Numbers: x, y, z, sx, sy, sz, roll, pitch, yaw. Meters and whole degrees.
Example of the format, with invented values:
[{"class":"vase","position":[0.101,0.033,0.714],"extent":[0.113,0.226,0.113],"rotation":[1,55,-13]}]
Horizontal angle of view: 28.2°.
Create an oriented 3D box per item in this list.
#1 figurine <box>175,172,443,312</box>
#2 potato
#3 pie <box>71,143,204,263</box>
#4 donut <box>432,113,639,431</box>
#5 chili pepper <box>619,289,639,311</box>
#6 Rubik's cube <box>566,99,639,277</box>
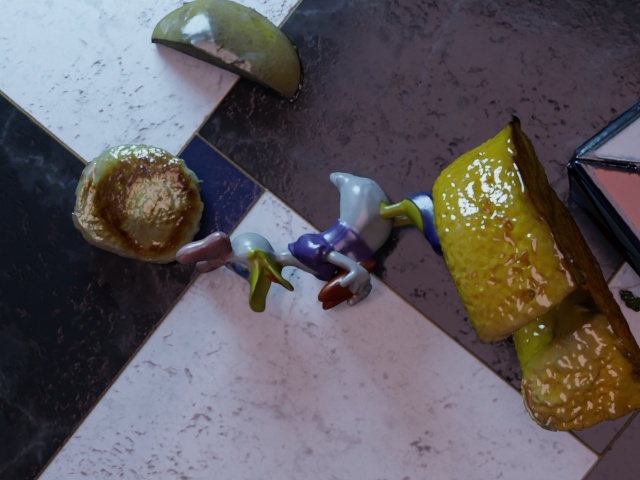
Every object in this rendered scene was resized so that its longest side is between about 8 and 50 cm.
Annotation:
[{"class":"figurine","position":[0.006,0.003,1.898],"extent":[0.420,0.154,0.193],"rotation":[-22,76,5]},{"class":"potato","position":[-0.143,-0.322,1.980],"extent":[0.261,0.100,0.120],"rotation":[23,89,11]},{"class":"pie","position":[-0.283,-0.059,1.985],"extent":[0.205,0.084,0.179],"rotation":[19,87,8]},{"class":"donut","position":[0.289,0.048,1.750],"extent":[0.163,0.435,0.378],"rotation":[-27,40,16]},{"class":"chili pepper","position":[0.471,0.103,1.877],"extent":[0.027,0.022,0.083],"rotation":[-38,84,2]},{"class":"Rubik's cube","position":[0.510,-0.073,1.775],"extent":[0.246,0.248,0.250],"rotation":[-38,79,3]}]
